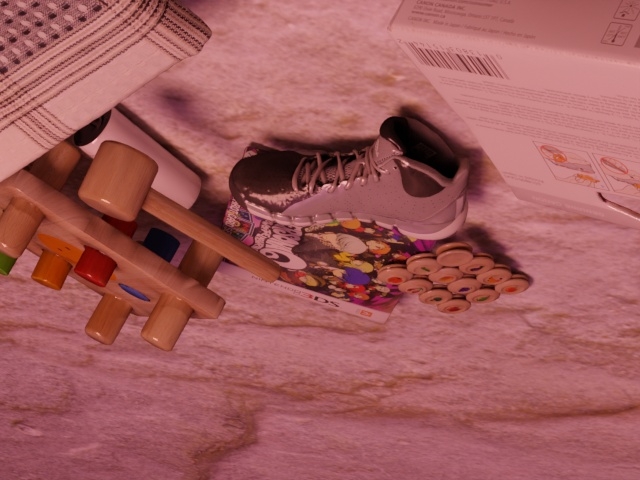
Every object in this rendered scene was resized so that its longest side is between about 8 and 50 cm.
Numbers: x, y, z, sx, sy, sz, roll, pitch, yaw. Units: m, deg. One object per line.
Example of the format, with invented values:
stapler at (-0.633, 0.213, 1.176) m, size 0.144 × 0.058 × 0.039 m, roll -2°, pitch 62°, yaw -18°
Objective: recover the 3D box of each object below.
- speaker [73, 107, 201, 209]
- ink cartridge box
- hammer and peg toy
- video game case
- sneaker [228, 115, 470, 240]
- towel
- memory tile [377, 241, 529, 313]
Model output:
speaker at (-0.184, -0.081, 1.402) m, size 0.055 × 0.055 × 0.136 m, roll -9°, pitch 143°, yaw 40°
ink cartridge box at (0.231, -0.092, 1.052) m, size 0.296 × 0.066 × 0.261 m, roll 17°, pitch 162°, yaw 39°
hammer and peg toy at (-0.220, 0.013, 1.413) m, size 0.266 × 0.127 × 0.361 m, roll 35°, pitch 163°, yaw -23°
video game case at (0.000, 0.000, 1.459) m, size 0.210 × 0.042 × 0.232 m, roll 18°, pitch 152°, yaw -4°
sneaker at (0.031, -0.074, 1.280) m, size 0.229 × 0.086 × 0.132 m, roll 6°, pitch 147°, yaw -1°
towel at (-0.308, -0.172, 1.120) m, size 0.324 × 0.056 × 0.312 m, roll -24°, pitch 140°, yaw 33°
memory tile at (0.139, 0.041, 1.435) m, size 0.113 × 0.012 × 0.148 m, roll -21°, pitch 149°, yaw 33°
